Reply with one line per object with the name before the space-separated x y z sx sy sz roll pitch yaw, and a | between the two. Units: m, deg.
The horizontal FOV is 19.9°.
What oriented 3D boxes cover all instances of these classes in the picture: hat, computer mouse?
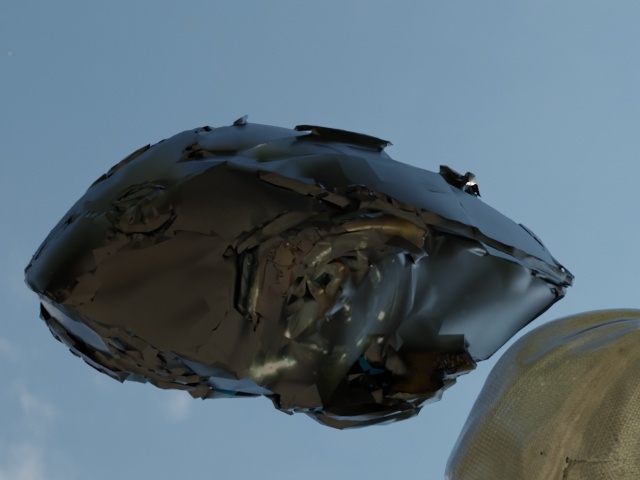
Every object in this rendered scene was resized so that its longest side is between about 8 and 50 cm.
hat | 0.143 0.128 0.895 0.232 0.275 0.161 18 -120 -15
computer mouse | 0.000 0.000 0.651 0.242 0.146 0.077 -6 -57 -49
